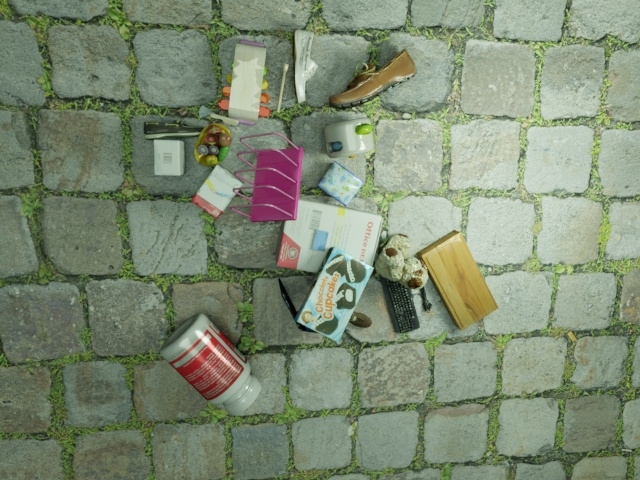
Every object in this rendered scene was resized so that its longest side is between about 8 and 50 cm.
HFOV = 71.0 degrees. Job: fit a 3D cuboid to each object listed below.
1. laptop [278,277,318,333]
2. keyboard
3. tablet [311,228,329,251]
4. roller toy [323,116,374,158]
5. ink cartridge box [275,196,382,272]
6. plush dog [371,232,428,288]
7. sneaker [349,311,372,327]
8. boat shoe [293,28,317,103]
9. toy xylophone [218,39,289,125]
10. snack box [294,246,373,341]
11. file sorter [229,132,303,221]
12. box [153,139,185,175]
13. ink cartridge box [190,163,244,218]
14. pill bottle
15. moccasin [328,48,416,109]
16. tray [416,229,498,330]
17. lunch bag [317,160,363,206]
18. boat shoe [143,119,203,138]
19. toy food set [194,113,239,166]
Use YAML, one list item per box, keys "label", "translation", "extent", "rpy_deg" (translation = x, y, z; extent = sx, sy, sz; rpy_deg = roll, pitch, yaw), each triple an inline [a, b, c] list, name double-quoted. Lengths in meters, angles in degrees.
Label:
- label: "laptop"
  translation: [-0.054, 0.271, 1.855]
  extent: [0.136, 0.234, 0.264]
  rpy_deg: [-26, 103, -4]
- label: "keyboard"
  translation: [0.395, 0.256, 2.021]
  extent: [0.201, 0.033, 0.317]
  rpy_deg: [-19, 103, -5]
- label: "tablet"
  translation: [0.000, 0.000, 1.763]
  extent: [0.054, 0.006, 0.083]
  rpy_deg: [12, 100, -10]
- label: "roller toy"
  translation: [0.114, -0.399, 1.778]
  extent: [0.191, 0.209, 0.146]
  rpy_deg: [-9, 103, 7]
- label: "ink cartridge box"
  translation: [0.028, -0.010, 1.851]
  extent: [0.385, 0.160, 0.279]
  rpy_deg: [11, 99, -10]
- label: "plush dog"
  translation: [0.345, 0.123, 1.886]
  extent: [0.225, 0.262, 0.210]
  rpy_deg: [32, 119, 8]
- label: "sneaker"
  translation: [0.146, 0.346, 1.980]
  extent: [0.188, 0.071, 0.066]
  rpy_deg: [25, 96, -11]
- label: "boat shoe"
  translation: [-0.057, -0.677, 1.748]
  extent: [0.096, 0.098, 0.277]
  rpy_deg: [-1, 99, -7]
- label: "toy xylophone"
  translation: [-0.256, -0.605, 1.741]
  extent: [0.236, 0.081, 0.322]
  rpy_deg: [15, 98, -11]
- label: "snack box"
  translation: [0.053, 0.207, 1.741]
  extent: [0.187, 0.060, 0.322]
  rpy_deg: [29, 80, -13]
- label: "file sorter"
  translation: [-0.206, -0.235, 1.681]
  extent: [0.202, 0.182, 0.290]
  rpy_deg: [-1, 77, 26]
- label: "box"
  translation: [-0.570, -0.315, 1.705]
  extent: [0.091, 0.170, 0.130]
  rpy_deg: [0, 100, -9]
- label: "ink cartridge box"
  translation: [-0.403, -0.197, 1.772]
  extent: [0.127, 0.128, 0.176]
  rpy_deg: [36, 94, -13]
- label: "pill bottle"
  translation: [-0.439, 0.516, 1.848]
  extent: [0.229, 0.229, 0.407]
  rpy_deg: [-40, 103, 1]
- label: "moccasin"
  translation: [0.197, -0.637, 1.771]
  extent: [0.380, 0.139, 0.147]
  rpy_deg: [-29, 102, -2]
- label: "tray"
  translation: [0.619, 0.181, 2.017]
  extent: [0.203, 0.076, 0.411]
  rpy_deg: [-31, 104, -1]
- label: "lunch bag"
  translation: [0.083, -0.232, 1.850]
  extent: [0.151, 0.096, 0.129]
  rpy_deg: [35, 95, 1]
- label: "boat shoe"
  translation: [-0.563, -0.430, 1.730]
  extent: [0.228, 0.081, 0.068]
  rpy_deg: [-7, 95, -12]
- label: "toy food set"
  translation: [-0.403, -0.375, 1.736]
  extent: [0.128, 0.071, 0.218]
  rpy_deg: [16, 113, -34]
